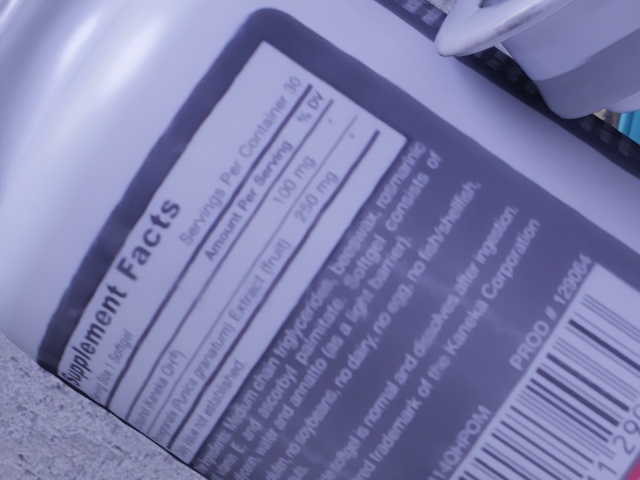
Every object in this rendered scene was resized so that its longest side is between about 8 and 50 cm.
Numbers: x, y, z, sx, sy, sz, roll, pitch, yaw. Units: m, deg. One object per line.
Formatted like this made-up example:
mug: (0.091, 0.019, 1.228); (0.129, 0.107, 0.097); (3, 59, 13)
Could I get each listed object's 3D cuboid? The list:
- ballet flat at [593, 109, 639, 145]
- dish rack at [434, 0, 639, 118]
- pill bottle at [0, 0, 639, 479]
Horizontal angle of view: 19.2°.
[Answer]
ballet flat: (0.195, -0.155, 0.817); (0.123, 0.123, 0.349); (-56, -19, -82)
dish rack: (0.206, -0.156, 0.583); (0.333, 0.072, 0.285); (-32, 12, 31)
pill bottle: (0.000, 0.000, 0.636); (0.176, 0.318, 0.176); (-55, -1, -2)
